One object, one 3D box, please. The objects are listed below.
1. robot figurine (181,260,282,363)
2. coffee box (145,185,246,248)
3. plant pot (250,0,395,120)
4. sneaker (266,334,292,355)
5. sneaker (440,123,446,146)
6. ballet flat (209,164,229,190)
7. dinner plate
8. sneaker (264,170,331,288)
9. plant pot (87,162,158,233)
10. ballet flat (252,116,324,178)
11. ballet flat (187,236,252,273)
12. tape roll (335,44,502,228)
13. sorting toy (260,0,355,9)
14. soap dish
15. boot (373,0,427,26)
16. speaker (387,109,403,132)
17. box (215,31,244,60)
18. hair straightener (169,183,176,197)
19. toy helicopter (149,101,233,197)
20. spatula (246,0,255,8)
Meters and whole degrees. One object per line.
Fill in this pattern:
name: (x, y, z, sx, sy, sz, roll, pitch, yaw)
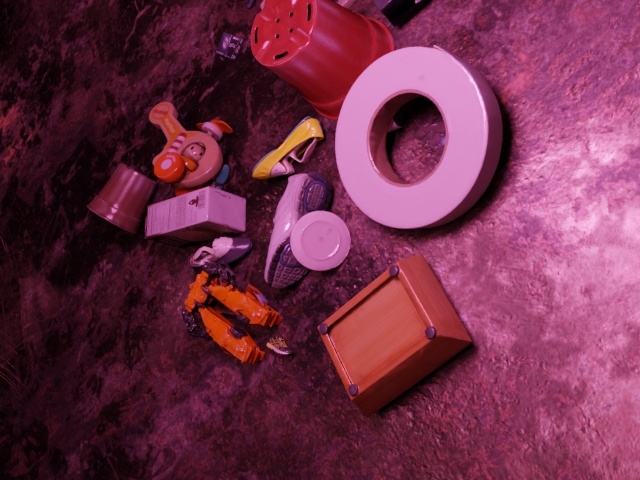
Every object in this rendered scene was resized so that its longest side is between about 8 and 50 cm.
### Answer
robot figurine: (-0.236, 0.180, 1.945, 0.291, 0.085, 0.211, 32, 98, 40)
coffee box: (-0.336, -0.058, 2.061, 0.246, 0.141, 0.098, -14, 69, 37)
plant pot: (-0.006, -0.458, 1.822, 0.272, 0.265, 0.273, -12, 69, 36)
sneaker: (-0.097, 0.251, 1.843, 0.083, 0.031, 0.035, 18, 88, 41)
sneaker: (0.297, -0.258, 1.656, 0.058, 0.052, 0.135, 28, 95, 45)
ballet flat: (-0.287, -0.157, 2.114, 0.041, 0.041, 0.114, 19, 91, 41)
dinner plate: (0.000, 0.000, 1.791, 0.141, 0.017, 0.141, 0, 83, -2)
sneaker: (-0.067, -0.026, 1.872, 0.129, 0.111, 0.297, 18, 86, 58)
plant pot: (-0.574, -0.130, 2.276, 0.167, 0.167, 0.165, 30, 89, 41)
ballet flat: (-0.080, -0.214, 1.944, 0.231, 0.077, 0.077, -42, 71, 21)
ballet flat: (-0.273, 0.033, 2.024, 0.203, 0.074, 0.074, -23, 63, 33)
tape roll: (0.201, -0.219, 1.652, 0.391, 0.072, 0.392, 1, 91, 40)
sorting toy: (-0.048, -0.656, 2.031, 0.257, 0.089, 0.256, -44, 54, 21)
soap dish: (0.141, 0.195, 1.606, 0.291, 0.118, 0.229, -41, 55, 22)
boot: (0.188, -0.782, 1.834, 0.367, 0.146, 0.445, -48, 49, 29)
speaker: (0.126, -0.269, 1.797, 0.136, 0.055, 0.055, -16, 67, 35)
box: (-0.264, -0.562, 2.229, 0.083, 0.018, 0.067, 32, 99, 41)
hair straightener: (-0.399, -0.177, 2.219, 0.089, 0.047, 0.231, -36, 61, 27)
toy helicopter: (-0.378, -0.290, 2.154, 0.235, 0.140, 0.355, -38, 53, 1)
spatula: (-0.137, -0.794, 2.184, 0.084, 0.030, 0.297, 44, 106, 40)
